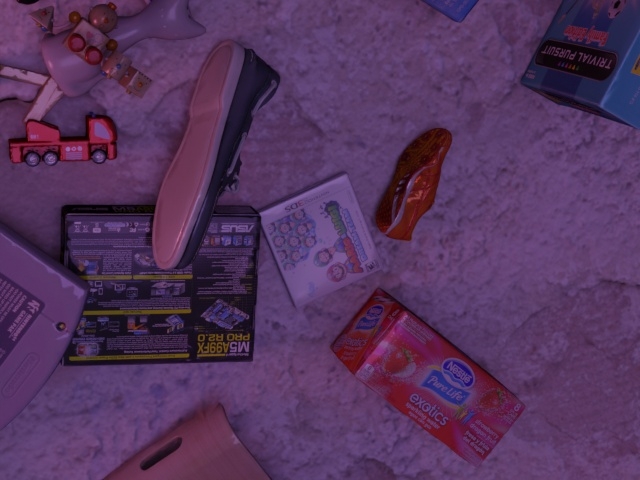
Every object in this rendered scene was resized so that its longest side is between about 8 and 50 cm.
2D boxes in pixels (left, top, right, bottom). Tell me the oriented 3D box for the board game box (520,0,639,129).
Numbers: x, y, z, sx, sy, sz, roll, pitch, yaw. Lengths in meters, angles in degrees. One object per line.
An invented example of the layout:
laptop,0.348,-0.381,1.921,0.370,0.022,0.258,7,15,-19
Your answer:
board game box,0.429,-0.334,1.794,0.079,0.254,0.336,26,95,-20

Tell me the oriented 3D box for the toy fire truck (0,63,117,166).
toy fire truck,-0.362,-0.167,1.715,0.192,0.047,0.135,-3,104,-16

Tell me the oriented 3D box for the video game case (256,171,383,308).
video game case,0.000,0.000,1.879,0.143,0.019,0.157,-25,110,-9

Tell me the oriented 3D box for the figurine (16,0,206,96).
figurine,-0.270,-0.314,1.651,0.209,0.092,0.214,-22,114,5

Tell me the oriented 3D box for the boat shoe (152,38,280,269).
boat shoe,-0.133,-0.104,1.738,0.099,0.116,0.319,23,76,-33

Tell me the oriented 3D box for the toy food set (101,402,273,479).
toy food set,-0.147,0.406,1.914,0.220,0.092,0.306,-34,110,7

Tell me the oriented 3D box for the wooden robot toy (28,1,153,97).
wooden robot toy,-0.266,-0.251,1.603,0.173,0.076,0.079,36,89,-23

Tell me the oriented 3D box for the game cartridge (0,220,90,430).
game cartridge,-0.444,0.133,1.730,0.196,0.060,0.294,38,99,-6

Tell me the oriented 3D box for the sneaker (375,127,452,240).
sneaker,0.141,-0.082,1.887,0.067,0.064,0.175,21,103,-40

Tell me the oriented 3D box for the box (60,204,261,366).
box,-0.222,0.061,1.808,0.270,0.060,0.216,-1,105,-16

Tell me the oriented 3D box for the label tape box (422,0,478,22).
label tape box,0.116,-0.469,1.697,0.334,0.106,0.240,28,123,-21

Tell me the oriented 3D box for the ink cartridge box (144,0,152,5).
ink cartridge box,-0.188,-0.427,1.700,0.206,0.045,0.208,-37,111,-5

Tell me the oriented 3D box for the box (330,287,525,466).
box,0.157,0.200,1.918,0.257,0.128,0.122,39,91,-21
